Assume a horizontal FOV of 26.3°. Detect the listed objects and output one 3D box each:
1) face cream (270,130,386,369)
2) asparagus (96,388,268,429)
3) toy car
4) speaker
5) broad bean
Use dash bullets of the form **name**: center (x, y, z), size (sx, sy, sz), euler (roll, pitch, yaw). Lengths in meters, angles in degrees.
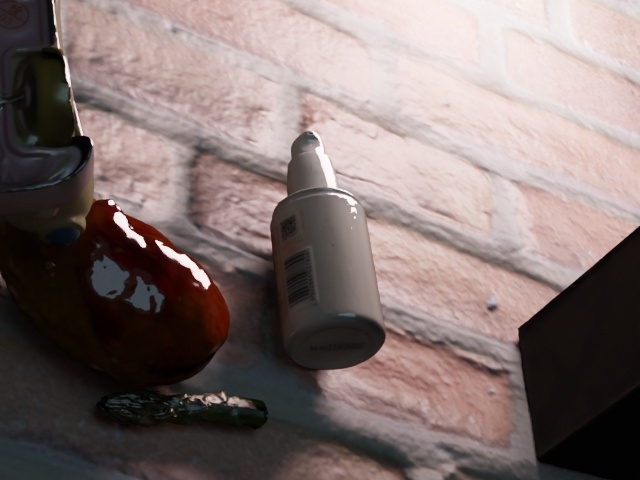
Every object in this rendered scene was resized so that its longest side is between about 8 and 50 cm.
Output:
- **face cream**: center (0.000, 0.000, 1.373), size (0.101, 0.101, 0.251), euler (13, 50, -26)
- **asparagus**: center (-0.124, 0.151, 1.220), size (0.165, 0.030, 0.036), euler (5, 65, -32)
- **toy car**: center (-0.327, -0.134, 1.162), size (0.242, 0.226, 0.336), euler (-5, 64, -13)
- **speaker**: center (0.380, 0.132, 1.433), size (0.254, 0.232, 0.184), euler (16, 50, -23)
- **broad bean**: center (-0.184, 0.034, 1.207), size (0.228, 0.122, 0.156), euler (43, 46, -2)
